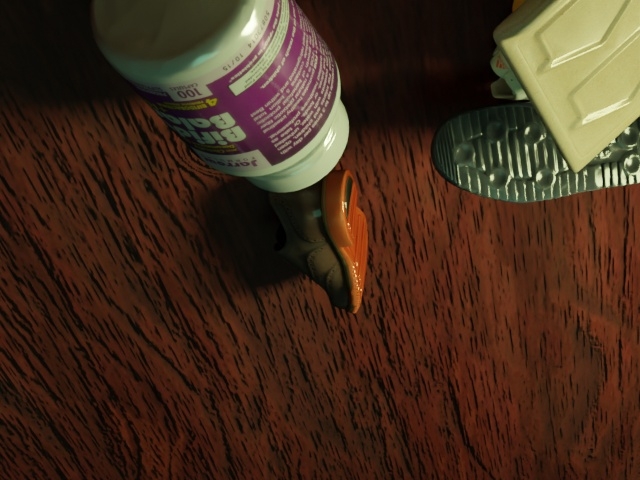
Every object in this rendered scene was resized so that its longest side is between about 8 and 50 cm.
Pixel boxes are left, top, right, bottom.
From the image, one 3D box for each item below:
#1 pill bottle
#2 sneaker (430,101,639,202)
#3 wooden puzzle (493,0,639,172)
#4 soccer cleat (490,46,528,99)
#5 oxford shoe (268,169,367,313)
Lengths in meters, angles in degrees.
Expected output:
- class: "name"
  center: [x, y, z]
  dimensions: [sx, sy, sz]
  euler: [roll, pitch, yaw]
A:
- class: "pill bottle"
  center: [-0.080, -0.161, 1.778]
  dimensions: [0.169, 0.169, 0.301]
  euler: [-24, 150, 11]
- class: "sneaker"
  center: [0.249, -0.104, 2.104]
  dimensions: [0.319, 0.112, 0.131]
  euler: [-2, -171, -24]
- class: "wooden puzzle"
  center: [0.317, -0.250, 1.859]
  dimensions: [0.322, 0.080, 0.348]
  euler: [-42, 153, 0]
- class: "soccer cleat"
  center: [0.216, -0.201, 1.978]
  dimensions: [0.076, 0.068, 0.196]
  euler: [-12, 154, -2]
- class: "oxford shoe"
  center: [0.000, 0.000, 2.203]
  dimensions: [0.098, 0.097, 0.271]
  euler: [0, 148, 9]
